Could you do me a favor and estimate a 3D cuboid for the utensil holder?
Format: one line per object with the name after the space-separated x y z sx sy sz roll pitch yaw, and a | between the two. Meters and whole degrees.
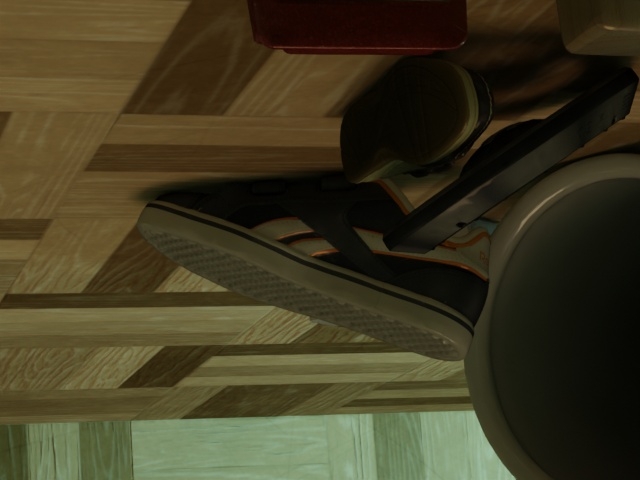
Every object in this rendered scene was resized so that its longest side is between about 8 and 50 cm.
0.380 0.100 1.836 0.328 0.327 0.385 -16 165 41 | utensil holder

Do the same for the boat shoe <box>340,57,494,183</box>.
0.083 -0.091 1.461 0.073 0.080 0.223 -6 173 -22 | boat shoe

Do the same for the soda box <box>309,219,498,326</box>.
0.087 0.035 1.993 0.216 0.073 0.069 -15 163 38 | soda box

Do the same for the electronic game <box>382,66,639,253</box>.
0.144 -0.061 1.469 0.229 0.048 0.229 -34 177 -2 | electronic game

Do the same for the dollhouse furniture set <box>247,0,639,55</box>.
0.156 -0.186 0.896 0.374 0.152 0.201 -1 167 -18 | dollhouse furniture set

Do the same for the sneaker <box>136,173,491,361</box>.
0.000 0.000 1.752 0.321 0.127 0.126 19 163 8 | sneaker
